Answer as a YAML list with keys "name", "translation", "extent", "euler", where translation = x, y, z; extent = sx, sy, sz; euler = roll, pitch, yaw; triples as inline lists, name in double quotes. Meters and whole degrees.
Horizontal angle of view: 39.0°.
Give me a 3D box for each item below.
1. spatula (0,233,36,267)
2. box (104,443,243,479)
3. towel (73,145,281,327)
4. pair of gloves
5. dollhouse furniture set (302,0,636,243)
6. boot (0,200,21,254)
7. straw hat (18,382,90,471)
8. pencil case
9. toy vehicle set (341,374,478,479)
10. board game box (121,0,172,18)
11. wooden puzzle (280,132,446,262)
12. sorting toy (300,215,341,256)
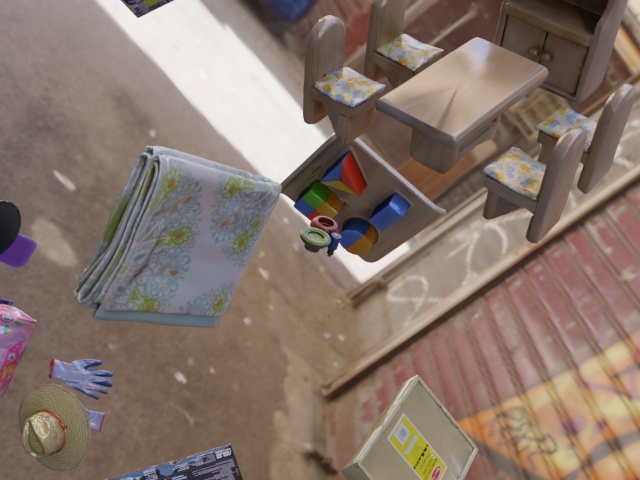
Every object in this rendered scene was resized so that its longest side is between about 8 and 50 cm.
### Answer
- name: "spatula"
  translation: [-0.782, -0.038, 2.030]
  extent: [0.296, 0.084, 0.030]
  euler: [32, 16, 0]
- name: "box"
  translation: [-0.260, 0.535, 1.689]
  extent: [0.307, 0.076, 0.243]
  euler: [-5, 68, -47]
- name: "towel"
  translation: [-0.249, 0.006, 1.675]
  extent: [0.090, 0.321, 0.374]
  euler: [36, 13, 31]
- name: "pair of gloves"
  translation: [-0.581, 0.375, 2.147]
  extent: [0.159, 0.023, 0.198]
  euler: [16, 69, -19]
- name: "dollhouse furniture set"
  translation: [0.238, -0.259, 1.163]
  extent: [0.362, 0.394, 0.257]
  euler: [31, -42, 27]
- name: "boot"
  translation: [-0.711, 0.013, 1.704]
  extent: [0.229, 0.263, 0.091]
  euler: [8, -41, 45]
- name: "straw hat"
  translation: [-0.424, 0.297, 1.384]
  extent: [0.144, 0.144, 0.061]
  euler: [54, 22, 5]
- name: "pencil case"
  translation: [-0.623, 0.246, 1.645]
  extent: [0.124, 0.284, 0.124]
  euler: [21, -6, 2]
- name: "toy vehicle set"
  translation: [0.148, 0.343, 1.418]
  extent: [0.166, 0.035, 0.267]
  euler: [51, 34, -1]
- name: "board game box"
  translation: [-0.227, -0.521, 1.521]
  extent: [0.208, 0.346, 0.056]
  euler: [47, 29, -48]
- name: "wooden puzzle"
  translation: [0.088, -0.086, 2.267]
  extent: [0.347, 0.322, 0.080]
  euler: [36, 51, -13]
- name: "sorting toy"
  translation: [0.000, 0.000, 1.470]
  extent: [0.061, 0.042, 0.102]
  euler: [24, 31, 9]
